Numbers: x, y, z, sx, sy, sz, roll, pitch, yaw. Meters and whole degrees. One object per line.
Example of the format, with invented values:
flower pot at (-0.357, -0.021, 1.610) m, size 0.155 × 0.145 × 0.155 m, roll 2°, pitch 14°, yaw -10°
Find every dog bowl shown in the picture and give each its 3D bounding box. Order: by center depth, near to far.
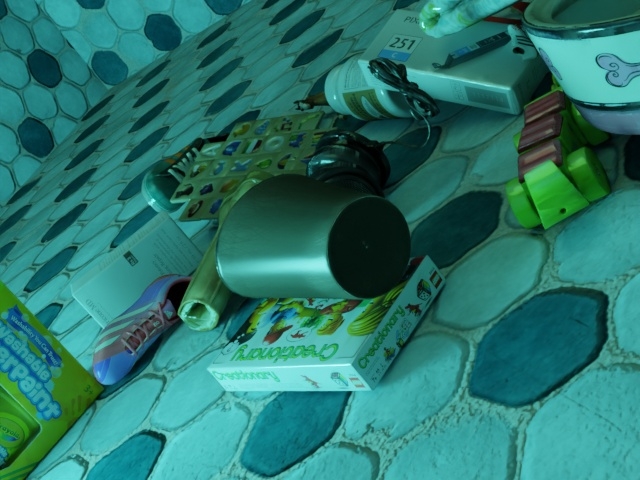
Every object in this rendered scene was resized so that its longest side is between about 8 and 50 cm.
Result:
dog bowl at (0.451, -0.261, 1.172) m, size 0.408 × 0.150 × 0.408 m, roll -20°, pitch 20°, yaw 7°

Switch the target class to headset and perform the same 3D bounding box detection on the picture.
headset at (0.020, -0.103, 1.570) m, size 0.394 × 0.185 × 0.243 m, roll -40°, pitch 19°, yaw 26°

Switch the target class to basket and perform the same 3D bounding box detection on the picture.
basket at (0.000, 0.000, 1.309) m, size 0.204 × 0.154 × 0.227 m, roll -41°, pitch 24°, yaw -24°

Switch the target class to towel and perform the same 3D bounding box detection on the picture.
towel at (0.362, -0.440, 1.521) m, size 0.320 × 0.090 × 0.374 m, roll -29°, pitch 6°, yaw -29°

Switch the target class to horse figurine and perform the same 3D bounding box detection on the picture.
horse figurine at (0.083, -0.332, 2.090) m, size 0.263 × 0.066 × 0.174 m, roll -41°, pitch 22°, yaw -7°

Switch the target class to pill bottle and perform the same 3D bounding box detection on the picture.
pill bottle at (0.106, -0.289, 1.881) m, size 0.131 × 0.131 × 0.229 m, roll -45°, pitch 23°, yaw -19°

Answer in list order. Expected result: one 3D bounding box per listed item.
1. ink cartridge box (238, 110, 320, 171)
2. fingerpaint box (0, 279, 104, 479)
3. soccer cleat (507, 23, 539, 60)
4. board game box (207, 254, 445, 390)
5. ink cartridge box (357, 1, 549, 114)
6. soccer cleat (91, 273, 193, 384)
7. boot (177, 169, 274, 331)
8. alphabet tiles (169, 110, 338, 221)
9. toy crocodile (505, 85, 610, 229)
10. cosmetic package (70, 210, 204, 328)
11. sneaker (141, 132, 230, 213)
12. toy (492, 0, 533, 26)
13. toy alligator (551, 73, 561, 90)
ink cartridge box at (-0.156, -0.172, 2.156) m, size 0.275 × 0.060 × 0.239 m, roll -43°, pitch 23°, yaw -14°
fingerpaint box at (-0.631, 0.218, 1.589) m, size 0.163 × 0.445 × 0.371 m, roll -5°, pitch 38°, yaw 52°
soccer cleat at (0.305, -0.304, 1.549) m, size 0.036 × 0.029 × 0.083 m, roll -27°, pitch 51°, yaw -5°
board game box at (0.002, 0.115, 1.338) m, size 0.305 × 0.053 × 0.193 m, roll -11°, pitch 34°, yaw 49°
ink cartridge box at (0.252, -0.340, 1.671) m, size 0.296 × 0.066 × 0.261 m, roll 17°, pitch 60°, yaw 35°
soccer cleat at (-0.297, 0.144, 1.718) m, size 0.095 × 0.083 × 0.248 m, roll -12°, pitch 30°, yaw 39°
boot at (-0.168, 0.033, 1.710) m, size 0.236 × 0.089 × 0.269 m, roll 121°, pitch 172°, yaw -62°
alphabet tiles at (-0.135, -0.148, 2.005) m, size 0.343 × 0.011 × 0.285 m, roll -3°, pitch 47°, yaw 34°
toy crocodile at (0.295, -0.118, 1.280) m, size 0.115 × 0.105 × 0.340 m, roll -25°, pitch 24°, yaw 28°
cosmetic package at (-0.344, 0.061, 1.902) m, size 0.231 × 0.117 × 0.085 m, roll -41°, pitch 21°, yaw -5°
sneaker at (-0.282, -0.162, 2.202) m, size 0.121 × 0.108 × 0.302 m, roll -37°, pitch 8°, yaw 31°
toy at (0.378, -0.406, 1.787) m, size 0.237 × 0.056 × 0.137 m, roll -33°, pitch 25°, yaw -14°
toy alligator at (0.374, -0.262, 1.517) m, size 0.056 × 0.051 × 0.189 m, roll -25°, pitch 25°, yaw 28°
